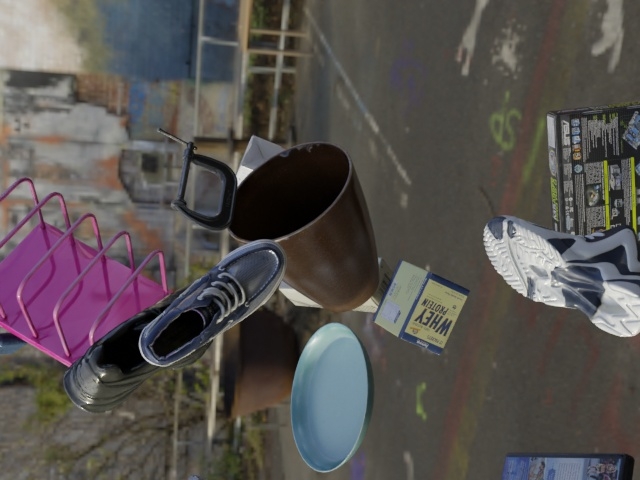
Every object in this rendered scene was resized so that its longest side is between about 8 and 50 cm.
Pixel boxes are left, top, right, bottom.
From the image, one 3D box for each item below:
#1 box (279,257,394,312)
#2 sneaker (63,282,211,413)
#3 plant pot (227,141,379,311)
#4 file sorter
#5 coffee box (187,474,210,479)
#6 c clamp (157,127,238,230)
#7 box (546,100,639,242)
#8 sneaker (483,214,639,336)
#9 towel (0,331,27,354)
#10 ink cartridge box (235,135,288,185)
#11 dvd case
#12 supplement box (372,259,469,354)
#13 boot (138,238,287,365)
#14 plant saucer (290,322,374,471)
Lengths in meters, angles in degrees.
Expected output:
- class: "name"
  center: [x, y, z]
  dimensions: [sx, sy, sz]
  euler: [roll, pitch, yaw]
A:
- class: "box"
  center: [0.042, 0.105, 2.232]
  dimensions: [0.094, 0.275, 0.113]
  euler: [49, -125, -44]
- class: "sneaker"
  center: [-0.224, 0.136, 1.270]
  dimensions: [0.109, 0.286, 0.130]
  euler: [47, 138, 4]
- class: "plant pot"
  center: [0.000, 0.000, 1.413]
  dimensions: [0.230, 0.215, 0.215]
  euler: [56, -167, -37]
- class: "file sorter"
  center: [-0.419, 0.056, 1.466]
  dimensions: [0.202, 0.291, 0.182]
  euler: [-55, -15, -32]
- class: "coffee box"
  center: [-0.108, 0.428, 1.233]
  dimensions: [0.141, 0.098, 0.246]
  euler: [46, -179, 36]
- class: "c clamp"
  center: [-0.188, -0.086, 1.347]
  dimensions: [0.022, 0.137, 0.160]
  euler: [-47, 35, 41]
- class: "box"
  center: [0.537, -0.115, 1.652]
  dimensions: [0.060, 0.216, 0.270]
  euler: [-98, 0, -76]
- class: "sneaker"
  center: [0.341, 0.022, 1.177]
  dimensions: [0.153, 0.235, 0.094]
  euler: [-30, -43, -49]
- class: "towel"
  center: [-0.562, 0.175, 1.524]
  dimensions: [0.067, 0.119, 0.029]
  euler: [-28, 73, 30]
- class: "ink cartridge box"
  center: [-0.097, -0.103, 1.613]
  dimensions: [0.198, 0.115, 0.067]
  euler: [128, 162, -68]
- class: "dvd case"
  center: [0.330, 0.389, 1.260]
  dimensions: [0.253, 0.022, 0.180]
  euler: [-24, 45, 61]
- class: "supplement box"
  center: [0.115, 0.076, 1.037]
  dimensions: [0.083, 0.056, 0.083]
  euler: [-65, 23, 1]
- class: "boot"
  center: [-0.105, 0.066, 0.937]
  dimensions: [0.069, 0.190, 0.086]
  euler: [50, 166, -6]
- class: "plant saucer"
  center: [0.030, 0.338, 1.931]
  dimensions: [0.318, 0.044, 0.317]
  euler: [-31, 53, 54]
